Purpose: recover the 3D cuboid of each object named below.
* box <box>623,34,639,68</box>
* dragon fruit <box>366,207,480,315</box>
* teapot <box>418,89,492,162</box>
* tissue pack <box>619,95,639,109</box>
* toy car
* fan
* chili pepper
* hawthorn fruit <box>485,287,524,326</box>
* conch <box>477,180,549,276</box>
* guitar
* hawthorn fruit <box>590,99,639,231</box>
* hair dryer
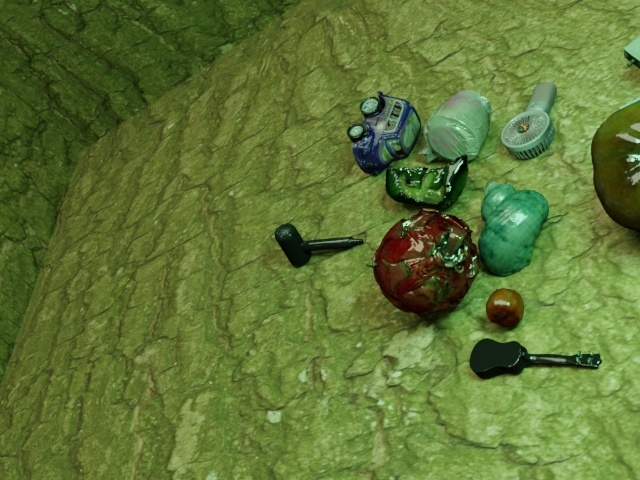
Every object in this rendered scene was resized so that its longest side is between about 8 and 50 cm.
[{"bbox_3d":[0.845,-0.403,1.646,0.211,0.045,0.270,-42,60,4],"label":"box"},{"bbox_3d":[0.243,0.044,1.679,0.299,0.244,0.244,120,174,-62],"label":"dragon fruit"},{"bbox_3d":[0.385,-0.305,2.022,0.163,0.221,0.178,29,60,14],"label":"teapot"},{"bbox_3d":[0.747,-0.295,1.691,0.094,0.074,0.059,-29,45,18],"label":"tissue pack"},{"bbox_3d":[0.196,-0.311,2.179,0.158,0.172,0.235,14,68,34],"label":"toy car"},{"bbox_3d":[0.553,-0.317,1.901,0.130,0.074,0.244,-3,52,44],"label":"fan"},{"bbox_3d":[0.289,-0.148,1.975,0.264,0.116,0.148,6,70,48],"label":"chili pepper"},{"bbox_3d":[0.400,0.137,1.588,0.081,0.081,0.093,-13,33,36],"label":"hawthorn fruit"},{"bbox_3d":[0.431,-0.047,1.692,0.196,0.134,0.202,-28,39,20],"label":"conch"},{"bbox_3d":[0.430,0.238,1.488,0.271,0.038,0.084,-8,50,40],"label":"guitar"},{"bbox_3d":[0.670,-0.133,1.453,0.268,0.301,0.268,-5,77,22],"label":"hawthorn fruit"},{"bbox_3d":[0.000,0.000,2.095,0.255,0.128,0.070,-8,47,26],"label":"hair dryer"}]
